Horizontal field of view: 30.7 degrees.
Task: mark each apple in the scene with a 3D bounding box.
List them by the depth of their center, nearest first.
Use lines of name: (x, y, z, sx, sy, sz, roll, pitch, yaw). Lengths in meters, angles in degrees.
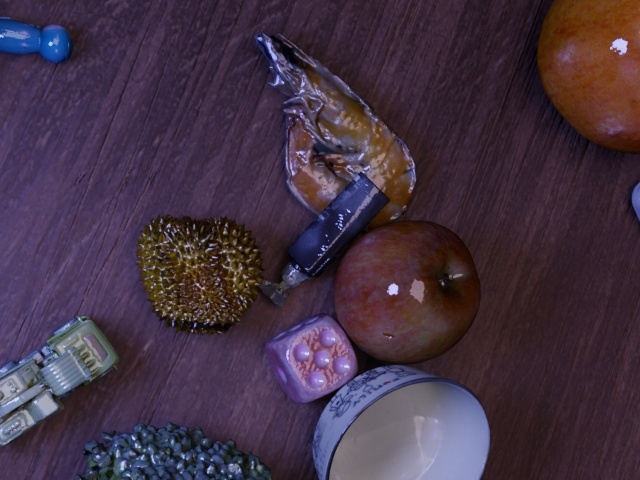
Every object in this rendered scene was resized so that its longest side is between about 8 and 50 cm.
apple: (0.115, 0.066, 1.515, 0.188, 0.174, 0.188, 10, 72, -34)
apple: (0.468, -0.267, 1.629, 0.299, 0.275, 0.299, 0, 89, -14)

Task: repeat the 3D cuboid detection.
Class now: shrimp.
shrimp: (0.000, -0.141, 1.572, 0.164, 0.062, 0.317, -45, 102, -15)

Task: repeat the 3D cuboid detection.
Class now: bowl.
bowl: (0.089, 0.261, 1.504, 0.237, 0.126, 0.238, -9, 111, -24)

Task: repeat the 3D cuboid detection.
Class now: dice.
dice: (-0.012, 0.153, 1.519, 0.091, 0.093, 0.094, -27, 94, -19)

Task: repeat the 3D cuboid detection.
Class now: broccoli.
broccoli: (-0.162, 0.369, 1.349, 0.334, 0.324, 0.272, 16, 90, -4)

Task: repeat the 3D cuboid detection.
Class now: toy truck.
toy truck: (-0.334, 0.170, 1.401, 0.191, 0.116, 0.085, -35, 97, -17)

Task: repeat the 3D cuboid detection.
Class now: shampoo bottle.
shampoo bottle: (0.001, 0.001, 1.538, 0.063, 0.057, 0.208, 44, 92, 18)

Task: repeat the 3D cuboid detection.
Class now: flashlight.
flashlight: (-0.377, -0.253, 1.467, 0.129, 0.051, 0.051, 5, 83, -15)

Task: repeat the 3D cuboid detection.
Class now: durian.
durian: (-0.148, 0.039, 1.470, 0.158, 0.137, 0.168, -16, 80, 2)

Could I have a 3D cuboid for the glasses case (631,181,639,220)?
glasses case: (0.534, -0.008, 1.736, 0.076, 0.049, 0.197, -33, 95, -19)
